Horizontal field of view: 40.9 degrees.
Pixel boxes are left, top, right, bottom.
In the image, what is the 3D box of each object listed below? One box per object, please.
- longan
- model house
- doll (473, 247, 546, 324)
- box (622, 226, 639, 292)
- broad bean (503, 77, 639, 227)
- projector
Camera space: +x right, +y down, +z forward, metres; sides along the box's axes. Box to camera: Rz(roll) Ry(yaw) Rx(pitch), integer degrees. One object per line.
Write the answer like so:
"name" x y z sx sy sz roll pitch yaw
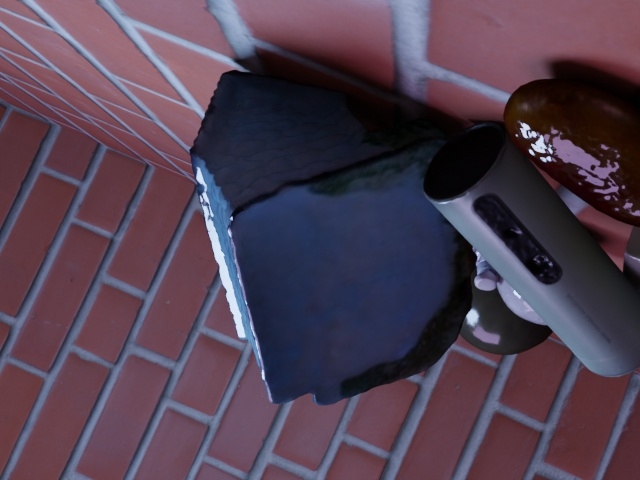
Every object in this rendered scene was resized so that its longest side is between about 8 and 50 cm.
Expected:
"longan" 0.342 0.118 1.610 0.220 0.196 0.196 21 176 -3
"model house" -0.012 -0.027 1.121 0.339 0.297 0.360 51 158 48
"doll" 0.245 0.004 1.212 0.287 0.151 0.151 30 176 9
"box" 0.439 0.044 0.995 0.168 0.071 0.259 23 176 21
"broad bean" 0.225 -0.075 0.693 0.165 0.084 0.114 32 156 -19
"projector" 0.252 0.018 0.950 0.337 0.108 0.108 43 167 -27
